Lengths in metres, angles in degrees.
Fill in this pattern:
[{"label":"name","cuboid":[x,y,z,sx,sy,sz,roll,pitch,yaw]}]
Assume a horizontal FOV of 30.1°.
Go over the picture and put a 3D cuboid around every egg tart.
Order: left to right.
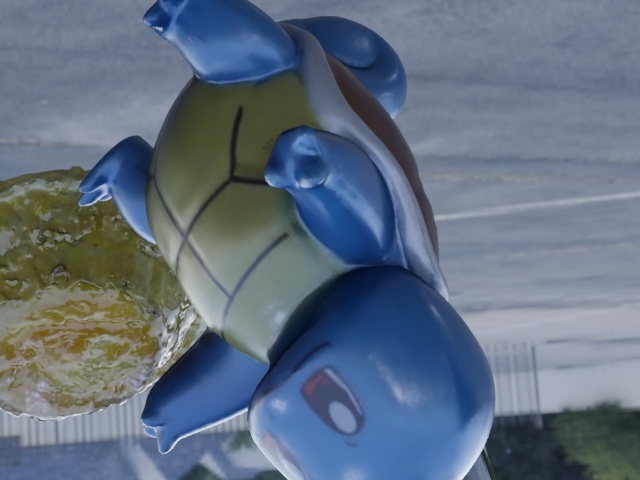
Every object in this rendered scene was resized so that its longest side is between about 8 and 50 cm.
[{"label":"egg tart","cuboid":[-0.259,0.078,1.196,0.341,0.132,0.341,-12,132,-14]}]

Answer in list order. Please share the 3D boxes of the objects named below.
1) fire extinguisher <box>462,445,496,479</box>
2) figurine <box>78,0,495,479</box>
[{"label":"fire extinguisher","cuboid":[0.086,0.178,0.982,0.095,0.311,0.114,1,-142,31]},{"label":"figurine","cuboid":[-0.035,-0.016,0.775,0.243,0.416,0.298,17,132,-26]}]
